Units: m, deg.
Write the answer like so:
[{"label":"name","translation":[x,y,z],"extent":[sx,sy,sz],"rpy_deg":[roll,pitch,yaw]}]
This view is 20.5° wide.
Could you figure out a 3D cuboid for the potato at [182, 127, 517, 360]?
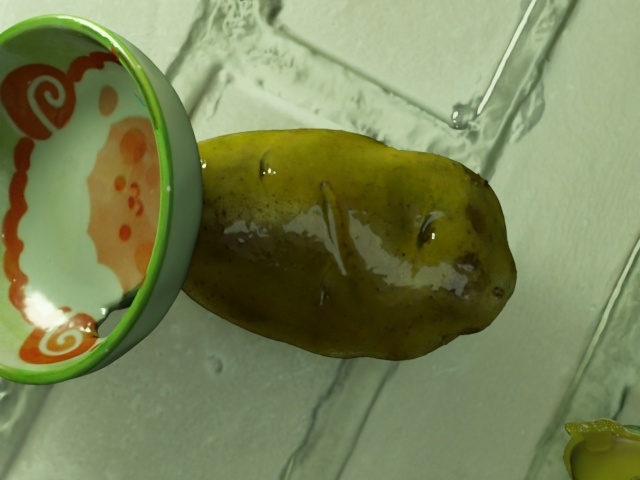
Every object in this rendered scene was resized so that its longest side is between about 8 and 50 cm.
[{"label":"potato","translation":[0.000,0.000,1.660],"extent":[0.369,0.176,0.195],"rpy_deg":[11,121,-1]}]

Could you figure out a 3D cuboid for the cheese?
[{"label":"cheese","translation":[0.333,0.259,1.696],"extent":[0.270,0.177,0.069],"rpy_deg":[46,56,-20]}]

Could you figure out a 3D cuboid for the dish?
[{"label":"dish","translation":[-0.207,-0.033,1.581],"extent":[0.124,0.324,0.324],"rpy_deg":[5,84,-50]}]
